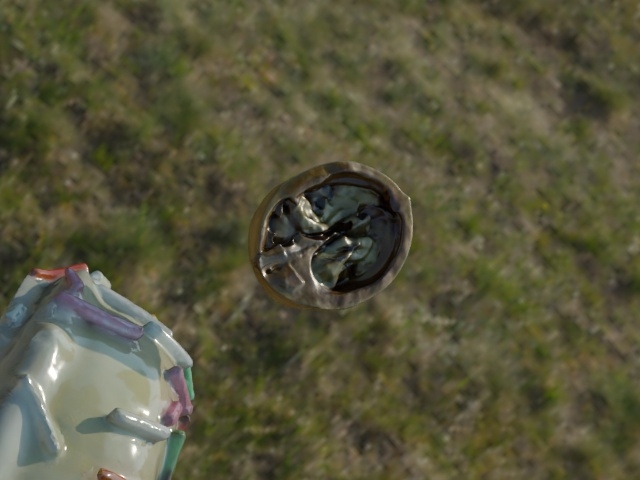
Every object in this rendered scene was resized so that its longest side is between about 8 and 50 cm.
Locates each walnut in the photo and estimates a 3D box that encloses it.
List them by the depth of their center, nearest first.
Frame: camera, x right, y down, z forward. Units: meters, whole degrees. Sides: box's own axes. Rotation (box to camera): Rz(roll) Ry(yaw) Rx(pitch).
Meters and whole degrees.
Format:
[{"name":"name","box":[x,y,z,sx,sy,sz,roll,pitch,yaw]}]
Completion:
[{"name":"walnut","box":[0.000,0.000,1.041,0.121,0.052,0.091,-21,92,-28]}]

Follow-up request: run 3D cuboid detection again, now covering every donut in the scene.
[{"name":"donut","box":[-0.195,0.201,1.047,0.142,0.382,0.382,24,40,-6]}]
